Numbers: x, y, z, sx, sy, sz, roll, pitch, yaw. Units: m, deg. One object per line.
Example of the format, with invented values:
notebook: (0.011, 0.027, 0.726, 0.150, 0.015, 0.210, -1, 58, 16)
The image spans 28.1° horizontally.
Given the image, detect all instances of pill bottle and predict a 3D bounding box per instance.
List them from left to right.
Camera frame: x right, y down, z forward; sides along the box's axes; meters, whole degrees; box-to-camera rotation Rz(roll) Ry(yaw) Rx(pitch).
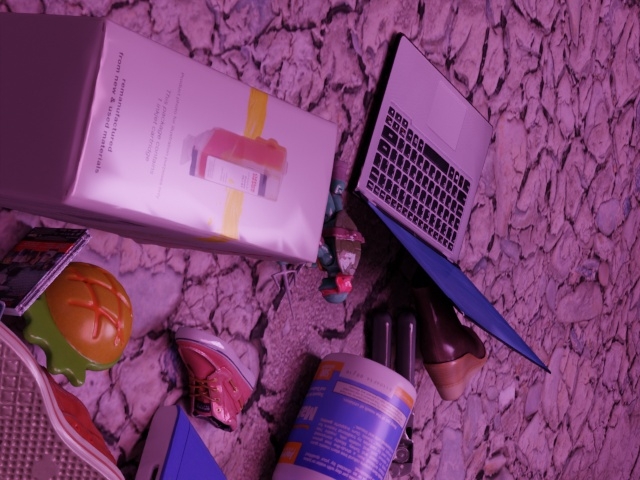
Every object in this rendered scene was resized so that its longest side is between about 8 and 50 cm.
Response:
pill bottle: (0.022, 0.310, 1.819, 0.152, 0.152, 0.272, 52, 56, -50)

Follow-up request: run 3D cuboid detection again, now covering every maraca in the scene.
maraca: (-0.258, 0.085, 1.344, 0.127, 0.099, 0.186, 53, 19, -6)

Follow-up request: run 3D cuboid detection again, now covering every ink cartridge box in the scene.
ink cartridge box: (-0.201, -0.092, 1.246, 0.384, 0.279, 0.160, 17, 82, -58)

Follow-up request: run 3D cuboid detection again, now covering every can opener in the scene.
can opener: (0.113, 0.243, 2.040, 0.095, 0.076, 0.283, -84, 175, -77)

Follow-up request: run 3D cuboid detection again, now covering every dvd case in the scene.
dvd case: (-0.298, 0.030, 1.302, 0.119, 0.087, 0.013, -53, 130, -36)

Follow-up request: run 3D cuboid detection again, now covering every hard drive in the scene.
hard drive: (-0.152, 0.387, 1.613, 0.210, 0.040, 0.319, -78, 154, -42)

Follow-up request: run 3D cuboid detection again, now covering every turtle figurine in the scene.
turtle figurine: (0.000, 0.000, 1.720, 0.175, 0.118, 0.234, 70, 19, -76)

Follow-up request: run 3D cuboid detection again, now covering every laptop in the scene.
laptop: (0.240, -0.050, 1.983, 0.382, 0.236, 0.408, 33, 71, -56)

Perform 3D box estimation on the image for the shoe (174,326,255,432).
shoe: (-0.139, 0.178, 1.611, 0.178, 0.063, 0.081, 54, 49, -54)

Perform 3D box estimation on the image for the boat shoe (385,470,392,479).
boat shoe: (0.041, 0.436, 1.963, 0.081, 0.079, 0.227, 47, 54, -40)

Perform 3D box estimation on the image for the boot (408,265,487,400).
boot: (0.207, 0.125, 2.100, 0.248, 0.090, 0.207, -57, 135, -69)

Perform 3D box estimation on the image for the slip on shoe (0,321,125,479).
slip on shoe: (-0.312, 0.175, 1.320, 0.123, 0.101, 0.331, -31, 125, 3)

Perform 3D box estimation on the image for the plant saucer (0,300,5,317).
plant saucer: (-0.362, 0.131, 1.217, 0.067, 0.018, 0.192, 20, 103, -15)
